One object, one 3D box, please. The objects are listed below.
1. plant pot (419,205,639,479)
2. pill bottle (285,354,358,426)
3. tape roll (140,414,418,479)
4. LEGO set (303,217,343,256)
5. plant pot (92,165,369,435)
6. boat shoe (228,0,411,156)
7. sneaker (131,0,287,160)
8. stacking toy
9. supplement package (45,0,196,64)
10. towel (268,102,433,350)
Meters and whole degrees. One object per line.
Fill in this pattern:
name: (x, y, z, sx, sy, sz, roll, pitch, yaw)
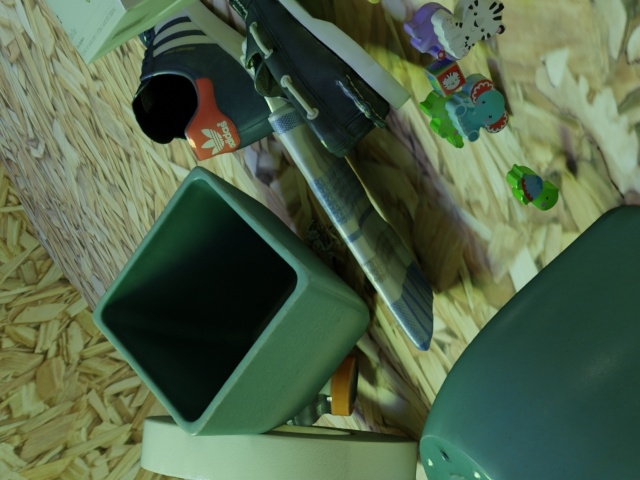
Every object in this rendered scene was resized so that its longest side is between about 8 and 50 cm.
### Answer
plant pot: (0.220, 0.157, 1.041, 0.293, 0.235, 0.293, 49, 161, 22)
pill bottle: (-0.071, 0.195, 1.943, 0.246, 0.130, 0.130, 5, 146, 10)
tape roll: (-0.055, 0.295, 1.898, 0.392, 0.392, 0.072, 169, 106, -72)
LEGO set: (-0.001, -0.002, 1.727, 0.054, 0.023, 0.083, 54, 164, 6)
plant pot: (-0.083, 0.098, 1.741, 0.248, 0.247, 0.252, 44, -168, 35)
boat shoe: (-0.029, -0.174, 1.289, 0.114, 0.091, 0.302, 41, -177, -34)
sneaker: (-0.174, -0.197, 1.613, 0.350, 0.148, 0.131, 39, 157, 52)
stacking toy: (0.114, -0.137, 1.102, 0.221, 0.052, 0.167, 59, 174, -36)
supplement package: (-0.162, -0.298, 1.295, 0.145, 0.204, 0.262, 58, 164, -6)
towel: (0.039, -0.028, 1.418, 0.285, 0.034, 0.209, 58, -171, -5)
